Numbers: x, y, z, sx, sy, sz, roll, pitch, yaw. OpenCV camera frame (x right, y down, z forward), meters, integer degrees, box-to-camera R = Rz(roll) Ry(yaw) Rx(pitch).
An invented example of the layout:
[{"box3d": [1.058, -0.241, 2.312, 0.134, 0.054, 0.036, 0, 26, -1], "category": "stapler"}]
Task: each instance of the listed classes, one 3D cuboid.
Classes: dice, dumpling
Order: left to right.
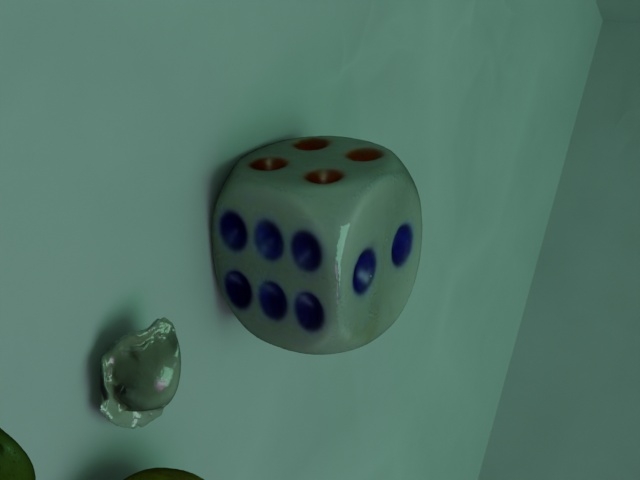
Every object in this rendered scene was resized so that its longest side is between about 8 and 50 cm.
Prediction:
[{"box3d": [-0.280, 0.202, 1.360, 0.127, 0.108, 0.188, 3, 113, -34], "category": "dumpling"}, {"box3d": [0.000, 0.000, 1.580, 0.304, 0.276, 0.304, -30, 128, -49], "category": "dice"}]

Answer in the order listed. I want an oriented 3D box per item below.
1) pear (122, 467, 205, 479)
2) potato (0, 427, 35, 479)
[{"box3d": [-0.233, 0.509, 1.354, 0.304, 0.303, 0.304, -26, 121, -53], "category": "pear"}, {"box3d": [-0.460, 0.296, 0.988, 0.304, 0.215, 0.216, 5, 95, -51], "category": "potato"}]
